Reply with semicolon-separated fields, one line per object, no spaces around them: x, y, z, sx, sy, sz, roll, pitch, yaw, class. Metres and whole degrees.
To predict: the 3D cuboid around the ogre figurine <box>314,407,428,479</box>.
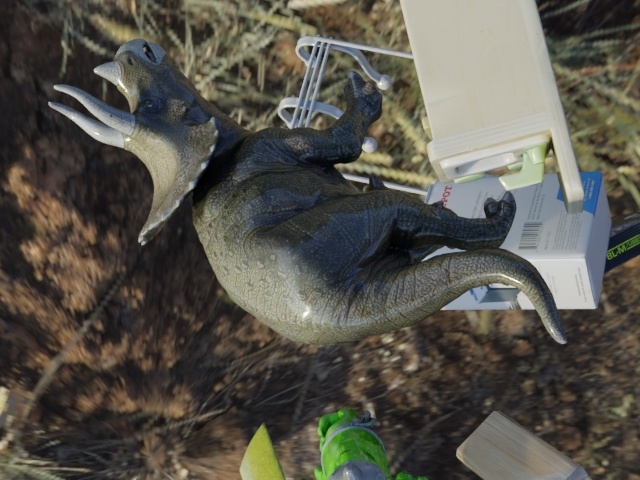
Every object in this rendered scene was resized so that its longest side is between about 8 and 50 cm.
0.035;0.179;0.644;0.096;0.118;0.197;3;80;5;ogre figurine

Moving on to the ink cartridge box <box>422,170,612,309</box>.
0.205;0.000;1.439;0.190;0.082;0.140;-3;41;24;ink cartridge box

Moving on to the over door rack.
0.103;-0.149;1.798;0.324;0.108;0.240;6;60;15;over door rack

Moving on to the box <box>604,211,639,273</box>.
0.344;0.018;1.749;0.190;0.184;0.045;-26;96;-17;box

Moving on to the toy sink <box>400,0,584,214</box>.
0.162;-0.130;1.294;0.131;0.153;0.234;-14;82;9;toy sink

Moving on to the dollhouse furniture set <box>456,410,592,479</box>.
0.157;0.417;1.365;0.394;0.362;0.256;-45;112;-6;dollhouse furniture set

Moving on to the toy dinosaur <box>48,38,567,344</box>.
0.000;0.000;0.723;0.160;0.121;0.313;-28;51;-24;toy dinosaur

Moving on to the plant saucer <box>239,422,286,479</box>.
-0.037;0.326;1.451;0.045;0.188;0.188;-20;124;-5;plant saucer
